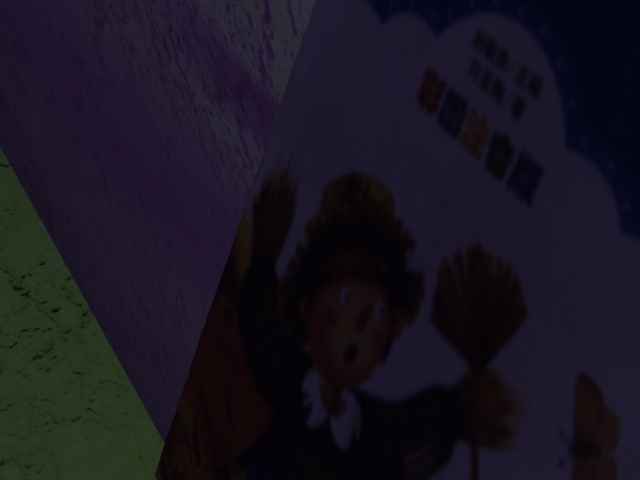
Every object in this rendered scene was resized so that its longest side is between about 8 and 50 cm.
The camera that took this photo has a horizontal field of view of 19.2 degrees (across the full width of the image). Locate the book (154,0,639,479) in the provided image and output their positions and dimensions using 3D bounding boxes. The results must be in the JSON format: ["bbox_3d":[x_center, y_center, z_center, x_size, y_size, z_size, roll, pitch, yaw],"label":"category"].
[{"bbox_3d":[0.063,-0.005,0.689,0.300,0.039,0.428,48,125,51],"label":"book"}]
